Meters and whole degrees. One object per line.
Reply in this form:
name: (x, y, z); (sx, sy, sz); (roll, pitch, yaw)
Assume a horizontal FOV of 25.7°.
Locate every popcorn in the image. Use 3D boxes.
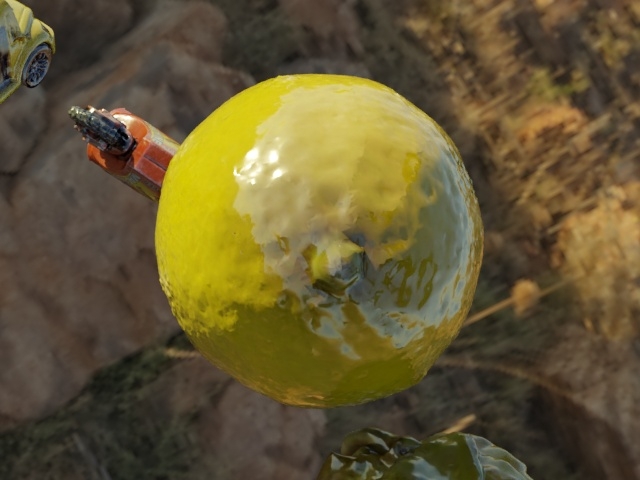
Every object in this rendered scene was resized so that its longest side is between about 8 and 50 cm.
popcorn: (0.121, 0.290, 1.466); (0.266, 0.192, 0.233); (34, 60, 14)

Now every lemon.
lemon: (0.000, 0.000, 1.395); (0.364, 0.364, 0.364); (34, 41, -35)

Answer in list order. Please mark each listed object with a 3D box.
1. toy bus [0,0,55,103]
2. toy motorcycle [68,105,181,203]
toy bus: (-0.445, -0.195, 1.607); (0.145, 0.151, 0.331); (24, 50, 14)
toy motorcycle: (-0.211, -0.096, 1.897); (0.298, 0.171, 0.089); (34, 81, -11)
